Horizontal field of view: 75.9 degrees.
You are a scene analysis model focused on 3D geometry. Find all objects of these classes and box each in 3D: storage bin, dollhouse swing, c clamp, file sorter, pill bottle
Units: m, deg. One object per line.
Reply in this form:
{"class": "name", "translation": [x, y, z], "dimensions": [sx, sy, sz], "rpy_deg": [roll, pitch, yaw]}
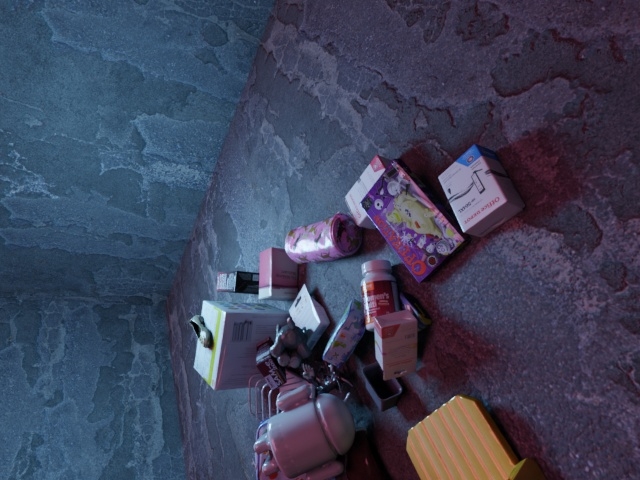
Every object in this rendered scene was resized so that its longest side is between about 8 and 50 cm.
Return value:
{"class": "storage bin", "translation": [0.200, 0.473, 1.323], "dimensions": [0.135, 0.098, 0.091], "rpy_deg": [-128, 28, -48]}
{"class": "dollhouse swing", "translation": [0.300, 0.598, 0.967], "dimensions": [0.305, 0.315, 0.346], "rpy_deg": [52, 128, 24]}
{"class": "c clamp", "translation": [-0.112, 0.597, 1.816], "dimensions": [0.161, 0.022, 0.137], "rpy_deg": [32, 109, 54]}
{"class": "file sorter", "translation": [-0.165, 0.672, 1.717], "dimensions": [0.278, 0.173, 0.192], "rpy_deg": [-2, 89, 56]}
{"class": "pill bottle", "translation": [0.198, 0.183, 1.361], "dimensions": [0.121, 0.121, 0.220], "rpy_deg": [-33, 56, 49]}

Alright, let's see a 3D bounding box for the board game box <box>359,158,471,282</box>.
{"class": "board game box", "translation": [0.281, -0.065, 1.286], "dimensions": [0.346, 0.056, 0.208], "rpy_deg": [56, 133, 26]}

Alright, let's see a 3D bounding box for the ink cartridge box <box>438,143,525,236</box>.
{"class": "ink cartridge box", "translation": [0.432, -0.134, 1.120], "dimensions": [0.148, 0.086, 0.203], "rpy_deg": [-46, 45, 41]}

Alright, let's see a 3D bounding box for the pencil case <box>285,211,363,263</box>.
{"class": "pencil case", "translation": [0.000, 0.000, 1.680], "dimensions": [0.386, 0.160, 0.167], "rpy_deg": [-16, 36, 55]}

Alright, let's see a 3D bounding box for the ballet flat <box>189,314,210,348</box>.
{"class": "ballet flat", "translation": [-0.556, 0.416, 1.884], "dimensions": [0.250, 0.058, 0.084], "rpy_deg": [37, 114, 55]}

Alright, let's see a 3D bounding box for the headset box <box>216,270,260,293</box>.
{"class": "headset box", "translation": [-0.409, 0.227, 2.184], "dimensions": [0.293, 0.218, 0.110], "rpy_deg": [-8, 75, 55]}

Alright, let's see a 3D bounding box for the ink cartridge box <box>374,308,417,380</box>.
{"class": "ink cartridge box", "translation": [0.228, 0.318, 1.244], "dimensions": [0.067, 0.116, 0.198], "rpy_deg": [-123, 26, -64]}

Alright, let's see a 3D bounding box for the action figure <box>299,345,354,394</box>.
{"class": "action figure", "translation": [0.012, 0.485, 1.533], "dimensions": [0.276, 0.164, 0.140], "rpy_deg": [-15, 102, 63]}

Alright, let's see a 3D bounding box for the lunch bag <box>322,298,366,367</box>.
{"class": "lunch bag", "translation": [0.096, 0.324, 1.453], "dimensions": [0.218, 0.090, 0.176], "rpy_deg": [-63, -3, 21]}

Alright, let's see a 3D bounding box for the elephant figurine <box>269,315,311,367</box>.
{"class": "elephant figurine", "translation": [-0.128, 0.415, 1.678], "dimensions": [0.186, 0.169, 0.239], "rpy_deg": [-46, 2, -4]}

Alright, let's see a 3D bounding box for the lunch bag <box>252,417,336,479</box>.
{"class": "lunch bag", "translation": [-0.096, 0.772, 1.492], "dimensions": [0.115, 0.304, 0.242], "rpy_deg": [111, 157, -72]}

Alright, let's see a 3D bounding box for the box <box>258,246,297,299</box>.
{"class": "box", "translation": [-0.199, 0.162, 1.944], "dimensions": [0.127, 0.149, 0.232], "rpy_deg": [-23, 64, 52]}

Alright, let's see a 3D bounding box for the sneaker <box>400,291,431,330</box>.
{"class": "sneaker", "translation": [0.284, 0.221, 1.284], "dimensions": [0.059, 0.053, 0.144], "rpy_deg": [-62, 36, 30]}

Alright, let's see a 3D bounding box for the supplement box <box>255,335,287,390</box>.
{"class": "supplement box", "translation": [-0.206, 0.504, 1.705], "dimensions": [0.130, 0.073, 0.239], "rpy_deg": [60, 177, -10]}

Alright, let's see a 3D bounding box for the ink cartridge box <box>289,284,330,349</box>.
{"class": "ink cartridge box", "translation": [-0.053, 0.331, 1.775], "dimensions": [0.180, 0.056, 0.224], "rpy_deg": [-60, 34, 29]}

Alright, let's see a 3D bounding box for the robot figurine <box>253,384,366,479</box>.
{"class": "robot figurine", "translation": [-0.036, 0.640, 1.356], "dimensions": [0.200, 0.354, 0.299], "rpy_deg": [78, 166, -81]}

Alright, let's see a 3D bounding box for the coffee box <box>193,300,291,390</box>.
{"class": "coffee box", "translation": [-0.372, 0.481, 1.952], "dimensions": [0.335, 0.338, 0.337], "rpy_deg": [3, 85, 58]}

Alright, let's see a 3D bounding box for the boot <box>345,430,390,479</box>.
{"class": "boot", "translation": [0.154, 0.718, 1.316], "dimensions": [0.248, 0.090, 0.206], "rpy_deg": [-41, 51, 49]}

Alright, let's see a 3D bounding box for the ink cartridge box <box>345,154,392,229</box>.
{"class": "ink cartridge box", "translation": [0.199, -0.170, 1.479], "dimensions": [0.217, 0.092, 0.158], "rpy_deg": [-51, 43, 34]}
